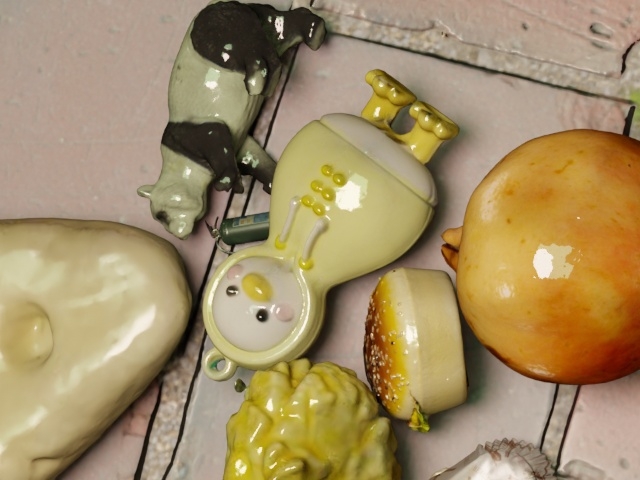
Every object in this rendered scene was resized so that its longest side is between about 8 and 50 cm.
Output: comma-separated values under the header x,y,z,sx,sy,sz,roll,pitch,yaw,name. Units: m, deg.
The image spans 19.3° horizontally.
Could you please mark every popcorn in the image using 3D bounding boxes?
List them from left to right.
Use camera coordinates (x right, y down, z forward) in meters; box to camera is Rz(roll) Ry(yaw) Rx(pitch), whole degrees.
x,y,z,sx,sy,sz,roll,pitch,yaw,name
-0.027,0.191,1.511,0.195,0.168,0.173,-34,46,-29,popcorn

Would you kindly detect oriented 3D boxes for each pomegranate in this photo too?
x,y,z,sx,sy,sz,roll,pitch,yaw,name
0.202,0.012,1.475,0.209,0.209,0.209,-3,79,18,pomegranate

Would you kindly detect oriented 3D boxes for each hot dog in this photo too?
x,y,z,sx,sy,sz,roll,pitch,yaw,name
0.112,0.238,1.546,0.192,0.053,0.099,-43,72,4,hot dog

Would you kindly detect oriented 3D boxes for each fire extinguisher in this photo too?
x,y,z,sx,sy,sz,roll,pitch,yaw,name
-0.062,-0.008,1.661,0.083,0.025,0.038,-8,72,17,fire extinguisher

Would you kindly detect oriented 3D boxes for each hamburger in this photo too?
x,y,z,sx,sy,sz,roll,pitch,yaw,name
0.076,0.090,1.549,0.081,0.141,0.126,-9,47,-2,hamburger

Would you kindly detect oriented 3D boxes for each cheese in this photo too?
x,y,z,sx,sy,sz,roll,pitch,yaw,name
-0.258,0.136,1.643,0.328,0.129,0.351,-9,77,17,cheese

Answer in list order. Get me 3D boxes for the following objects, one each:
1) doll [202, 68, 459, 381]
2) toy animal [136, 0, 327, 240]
x,y,z,sx,sy,sz,roll,pitch,yaw,name
-0.003,-0.002,1.580,0.141,0.117,0.296,37,86,17,doll
-0.087,-0.108,1.653,0.121,0.094,0.225,18,95,30,toy animal
